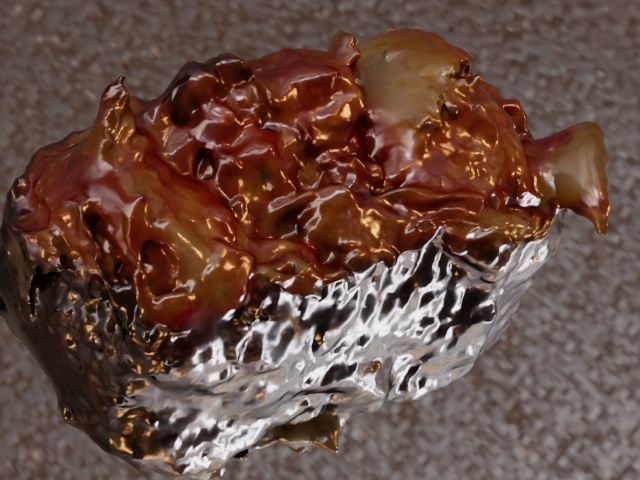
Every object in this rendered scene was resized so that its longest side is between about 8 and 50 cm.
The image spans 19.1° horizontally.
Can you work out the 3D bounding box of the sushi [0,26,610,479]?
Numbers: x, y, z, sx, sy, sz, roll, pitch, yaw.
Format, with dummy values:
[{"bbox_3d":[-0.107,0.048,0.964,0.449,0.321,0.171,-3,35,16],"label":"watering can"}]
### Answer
[{"bbox_3d":[0.000,0.000,1.022,0.343,0.196,0.182,-19,160,-32],"label":"sushi"}]
